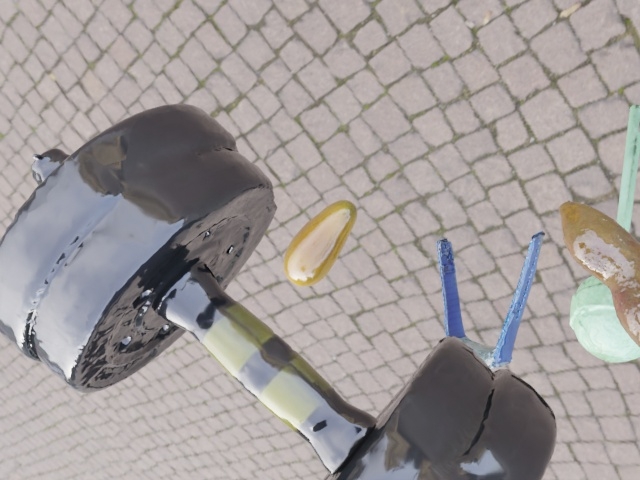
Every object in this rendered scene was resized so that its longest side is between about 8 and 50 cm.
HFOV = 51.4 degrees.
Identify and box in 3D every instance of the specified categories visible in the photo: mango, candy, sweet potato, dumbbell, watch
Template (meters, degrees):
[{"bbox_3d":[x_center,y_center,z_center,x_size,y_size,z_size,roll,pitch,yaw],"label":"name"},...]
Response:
[{"bbox_3d":[0.000,0.000,1.147,0.085,0.102,0.184,35,113,5],"label":"mango"},{"bbox_3d":[0.451,-0.029,0.994,0.119,0.440,0.119,14,154,7],"label":"candy"},{"bbox_3d":[0.294,0.047,0.619,0.051,0.065,0.218,88,159,-58],"label":"sweet potato"},{"bbox_3d":[-0.031,0.074,0.392,0.388,0.185,0.185,40,136,10],"label":"dumbbell"},{"bbox_3d":[0.352,0.124,1.347,0.276,0.068,0.275,-4,89,59],"label":"watch"}]
